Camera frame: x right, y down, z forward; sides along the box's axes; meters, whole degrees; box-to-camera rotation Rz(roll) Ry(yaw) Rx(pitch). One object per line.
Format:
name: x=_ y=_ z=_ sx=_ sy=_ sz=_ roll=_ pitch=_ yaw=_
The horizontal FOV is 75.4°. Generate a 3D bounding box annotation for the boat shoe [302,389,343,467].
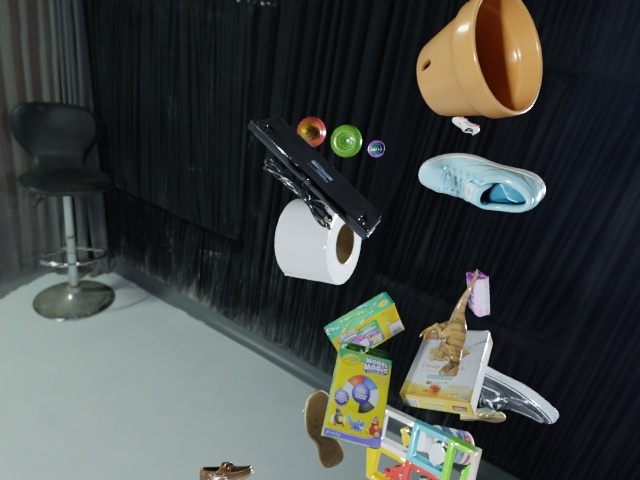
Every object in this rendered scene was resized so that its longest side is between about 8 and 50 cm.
boat shoe: x=0.001 y=0.575 z=1.291 sx=0.105 sy=0.285 sz=0.089 roll=-13 pitch=20 yaw=-13

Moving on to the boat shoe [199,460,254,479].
boat shoe: x=-0.295 y=0.722 z=1.288 sx=0.178 sy=0.060 sz=0.064 roll=-14 pitch=-15 yaw=6

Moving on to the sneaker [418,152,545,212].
sneaker: x=0.449 y=-0.168 z=1.210 sx=0.366 sy=0.135 sz=0.150 roll=14 pitch=29 yaw=31

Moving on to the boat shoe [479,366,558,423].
boat shoe: x=0.467 y=0.413 z=1.116 sx=0.301 sy=0.108 sz=0.102 roll=27 pitch=66 yaw=36

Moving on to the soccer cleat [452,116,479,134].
soccer cleat: x=0.405 y=-0.323 z=1.165 sx=0.083 sy=0.029 sz=0.035 roll=35 pitch=62 yaw=23

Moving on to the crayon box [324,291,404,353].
crayon box: x=0.173 y=0.342 z=1.615 sx=0.278 sy=0.165 sz=0.081 roll=-30 pitch=36 yaw=-4

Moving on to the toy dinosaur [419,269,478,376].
toy dinosaur: x=0.263 y=0.171 z=0.813 sx=0.064 sy=0.112 sz=0.211 roll=33 pitch=60 yaw=-24

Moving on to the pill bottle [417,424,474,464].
pill bottle: x=0.426 y=0.703 z=1.436 sx=0.180 sy=0.108 sz=0.108 roll=15 pitch=24 yaw=-9

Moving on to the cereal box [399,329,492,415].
cereal box: x=0.320 y=0.318 z=1.041 sx=0.173 sy=0.047 sz=0.240 roll=-8 pitch=27 yaw=36

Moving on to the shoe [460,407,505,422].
shoe: x=0.661 y=0.710 z=1.705 sx=0.077 sy=0.219 sz=0.058 roll=24 pitch=60 yaw=-22

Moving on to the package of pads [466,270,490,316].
package of pads: x=0.322 y=0.108 z=0.845 sx=0.032 sy=0.083 sz=0.050 roll=-8 pitch=15 yaw=-2

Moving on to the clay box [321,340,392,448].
clay box: x=0.088 y=0.345 z=0.953 sx=0.127 sy=0.053 sz=0.222 roll=14 pitch=61 yaw=0

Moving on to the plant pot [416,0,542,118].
plant pot: x=0.384 y=-0.436 z=1.041 sx=0.291 sy=0.290 sz=0.203 roll=-8 pitch=3 yaw=-35

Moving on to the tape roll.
tape roll: x=0.000 y=0.000 z=1.244 sx=0.169 sy=0.246 sz=0.246 roll=7 pitch=20 yaw=28

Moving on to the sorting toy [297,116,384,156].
sorting toy: x=0.068 y=-0.394 z=1.612 sx=0.366 sy=0.127 sz=0.126 roll=17 pitch=15 yaw=8

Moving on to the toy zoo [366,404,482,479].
toy zoo: x=0.225 y=0.537 z=1.018 sx=0.293 sy=0.192 sz=0.030 roll=13 pitch=4 yaw=34

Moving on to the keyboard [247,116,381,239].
keyboard: x=-0.020 y=-0.119 z=0.806 sx=0.317 sy=0.033 sz=0.201 roll=44 pitch=31 yaw=4
